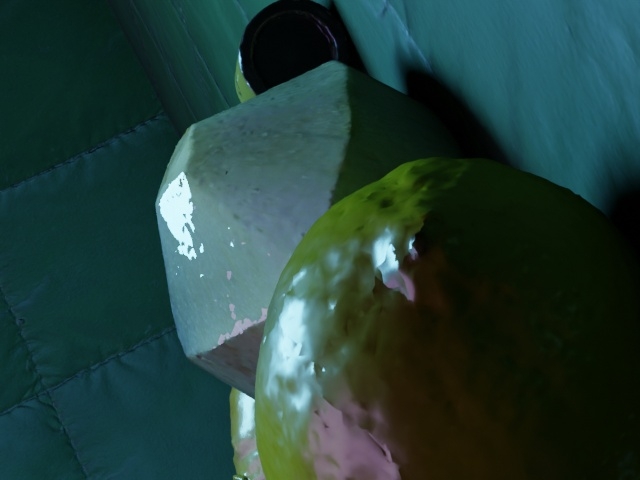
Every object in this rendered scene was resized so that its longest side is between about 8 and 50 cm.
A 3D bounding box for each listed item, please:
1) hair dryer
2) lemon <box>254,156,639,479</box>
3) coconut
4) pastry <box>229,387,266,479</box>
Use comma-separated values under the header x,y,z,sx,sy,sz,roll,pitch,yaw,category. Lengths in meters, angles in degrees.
x,y,z,sx,sy,sz,roll,pitch,yaw,category
-0.036,-0.051,1.205,0.135,0.090,0.278,149,126,-82,hair dryer
0.078,0.087,0.760,0.236,0.236,0.263,59,141,34,lemon
0.000,0.000,1.019,0.259,0.259,0.259,62,172,15,coconut
0.043,0.190,1.404,0.315,0.184,0.284,58,-152,-42,pastry
